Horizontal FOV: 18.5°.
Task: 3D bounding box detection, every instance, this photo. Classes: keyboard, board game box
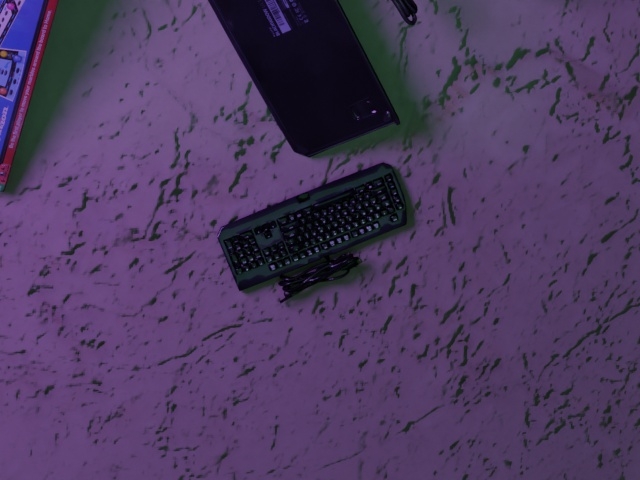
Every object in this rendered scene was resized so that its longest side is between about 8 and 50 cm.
[{"bbox_3d":[-0.008,-0.243,1.884,0.201,0.033,0.317,-19,112,25],"label":"keyboard"},{"bbox_3d":[-0.334,-0.177,1.833,0.145,0.027,0.281,15,125,-11],"label":"board game box"},{"bbox_3d":[0.000,0.000,1.980,0.192,0.038,0.100,-22,108,0],"label":"keyboard"}]
